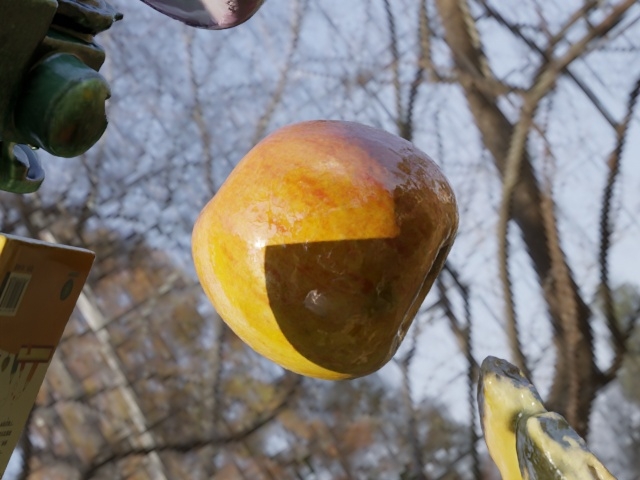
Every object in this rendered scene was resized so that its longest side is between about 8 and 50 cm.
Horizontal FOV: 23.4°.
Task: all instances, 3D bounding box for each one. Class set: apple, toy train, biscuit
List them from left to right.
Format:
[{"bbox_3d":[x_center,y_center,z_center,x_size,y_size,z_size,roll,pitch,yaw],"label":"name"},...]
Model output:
[{"bbox_3d":[-0.277,-0.141,0.991,0.238,0.299,0.167,5,-68,-59],"label":"toy train"},{"bbox_3d":[0.000,0.000,1.715,0.299,0.275,0.299,-55,-8,-11],"label":"apple"},{"bbox_3d":[0.187,0.209,1.010,0.045,0.299,0.154,-23,-52,-14],"label":"biscuit"}]

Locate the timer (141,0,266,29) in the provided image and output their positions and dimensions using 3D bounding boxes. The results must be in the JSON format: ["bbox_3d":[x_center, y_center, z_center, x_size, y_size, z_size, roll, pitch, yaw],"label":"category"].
[{"bbox_3d":[-0.096,-0.175,0.566,0.069,0.208,0.191,-52,-13,-17],"label":"timer"}]

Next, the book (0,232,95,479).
[{"bbox_3d":[-0.302,0.138,1.407,0.296,0.020,0.208,-67,-13,1],"label":"book"}]
